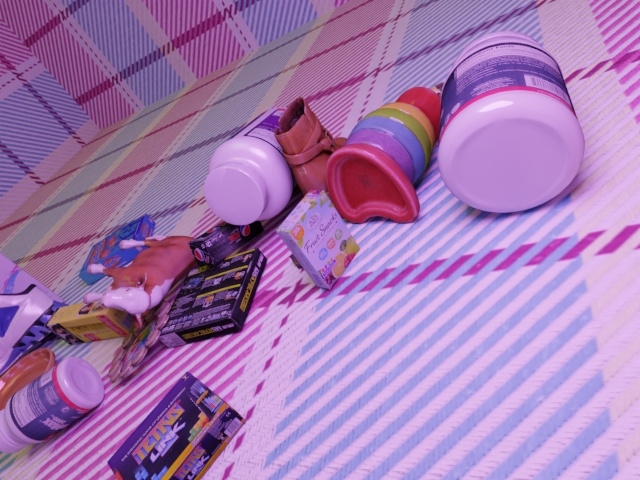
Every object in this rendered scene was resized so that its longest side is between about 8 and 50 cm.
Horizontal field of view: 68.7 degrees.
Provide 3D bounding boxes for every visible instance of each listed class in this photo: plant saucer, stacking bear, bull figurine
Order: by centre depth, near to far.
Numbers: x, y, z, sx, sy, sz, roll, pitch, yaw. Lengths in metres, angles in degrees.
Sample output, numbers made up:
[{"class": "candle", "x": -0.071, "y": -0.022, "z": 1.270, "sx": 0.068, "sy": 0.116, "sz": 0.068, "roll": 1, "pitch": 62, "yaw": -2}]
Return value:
[{"class": "stacking bear", "x": 0.148, "y": -0.186, "z": 0.890, "sx": 0.175, "sy": 0.164, "sz": 0.289, "roll": 2, "pitch": 42, "yaw": 43}, {"class": "bull figurine", "x": -0.373, "y": 0.072, "z": 0.981, "sx": 0.189, "sy": 0.101, "sz": 0.310, "roll": 6, "pitch": 23, "yaw": 16}, {"class": "plant saucer", "x": -0.677, "y": 0.335, "z": 1.057, "sx": 0.200, "sy": 0.037, "sz": 0.200, "roll": -23, "pitch": 34, "yaw": 17}]

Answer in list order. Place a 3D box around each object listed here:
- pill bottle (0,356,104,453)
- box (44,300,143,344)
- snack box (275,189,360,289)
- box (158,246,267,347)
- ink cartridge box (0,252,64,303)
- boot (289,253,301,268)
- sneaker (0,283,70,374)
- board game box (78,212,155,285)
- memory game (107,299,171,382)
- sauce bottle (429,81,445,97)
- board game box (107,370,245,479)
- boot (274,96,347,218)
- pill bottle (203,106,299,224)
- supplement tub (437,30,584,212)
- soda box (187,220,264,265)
[{"class": "pill bottle", "x": -0.512, "y": 0.310, "z": 0.874, "sx": 0.180, "sy": 0.108, "sz": 0.108, "roll": -35, "pitch": 32, "yaw": 1}, {"class": "box", "x": -0.517, "y": 0.183, "z": 1.067, "sx": 0.232, "sy": 0.087, "sz": 0.058, "roll": -13, "pitch": 40, "yaw": 29}, {"class": "snack box", "x": 0.000, "y": 0.000, "z": 0.783, "sx": 0.037, "sy": 0.141, "sz": 0.100, "roll": 7, "pitch": 50, "yaw": 45}, {"class": "box", "x": -0.211, "y": 0.111, "z": 0.923, "sx": 0.191, "sy": 0.045, "sz": 0.184, "roll": -18, "pitch": 33, "yaw": 26}, {"class": "ink cartridge box", "x": -0.911, "y": 0.125, "z": 1.290, "sx": 0.226, "sy": 0.306, "sz": 0.131, "roll": -7, "pitch": 42, "yaw": 38}, {"class": "boot", "x": -0.032, "y": 0.001, "z": 0.915, "sx": 0.106, "sy": 0.037, "sz": 0.114, "roll": 8, "pitch": 56, "yaw": 50}, {"class": "sneaker", "x": -0.805, "y": 0.222, "z": 1.162, "sx": 0.315, "sy": 0.182, "sz": 0.127, "roll": -46, "pitch": 13, "yaw": -22}, {"class": "board game box", "x": -0.596, "y": 0.023, "z": 1.380, "sx": 0.210, "sy": 0.047, "sz": 0.160, "roll": -30, "pitch": 33, "yaw": 9}, {"class": "memory game", "x": -0.361, "y": 0.196, "z": 0.932, "sx": 0.186, "sy": 0.012, "sz": 0.186, "roll": -38, "pitch": 26, "yaw": 23}, {"class": "sauce bottle", "x": 0.266, "y": -0.334, "z": 1.072, "sx": 0.128, "sy": 0.042, "sz": 0.042, "roll": -26, "pitch": 33, "yaw": 17}, {"class": "board game box", "x": -0.211, "y": 0.292, "z": 0.680, "sx": 0.141, "sy": 0.048, "sz": 0.170, "roll": 12, "pitch": 55, "yaw": 48}, {"class": "boot", "x": -0.006, "y": -0.197, "z": 0.971, "sx": 0.109, "sy": 0.220, "sz": 0.283, "roll": -15, "pitch": 37, "yaw": 29}, {"class": "pill bottle", "x": -0.123, "y": -0.163, "z": 1.020, "sx": 0.182, "sy": 0.181, "sz": 0.323, "roll": -17, "pitch": 24, "yaw": 26}, {"class": "supplement tub", "x": 0.284, "y": -0.192, "z": 0.731, "sx": 0.191, "sy": 0.191, "sz": 0.272, "roll": -15, "pitch": 37, "yaw": 28}, {"class": "soda box", "x": -0.199, "y": -0.009, "z": 1.006, "sx": 0.053, "sy": 0.060, "sz": 0.169, "roll": -6, "pitch": 22, "yaw": 38}]
